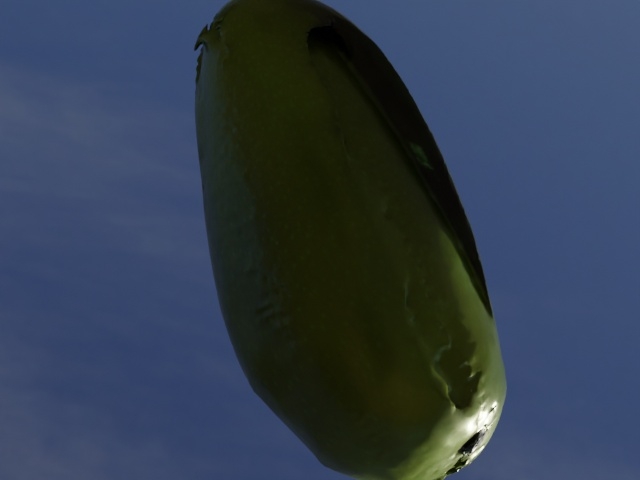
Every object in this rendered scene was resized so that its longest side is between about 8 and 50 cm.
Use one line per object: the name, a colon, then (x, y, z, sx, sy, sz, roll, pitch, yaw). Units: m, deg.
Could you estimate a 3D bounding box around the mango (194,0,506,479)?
mango: (0.000, 0.000, 0.527, 0.074, 0.091, 0.165, -22, -99, -31)
